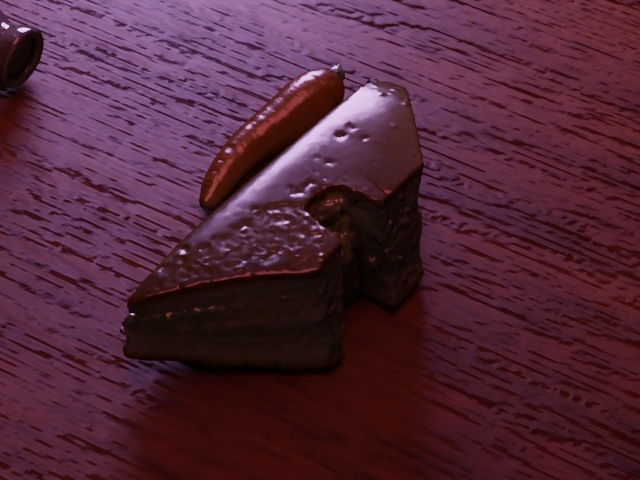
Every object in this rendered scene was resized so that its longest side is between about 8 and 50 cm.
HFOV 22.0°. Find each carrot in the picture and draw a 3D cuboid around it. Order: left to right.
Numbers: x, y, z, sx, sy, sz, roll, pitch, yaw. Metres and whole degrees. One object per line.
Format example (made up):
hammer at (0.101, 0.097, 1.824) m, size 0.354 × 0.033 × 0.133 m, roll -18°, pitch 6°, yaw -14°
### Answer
carrot at (-0.030, -0.066, 1.021) m, size 0.035 × 0.035 × 0.142 m, roll 35°, pitch 61°, yaw 23°

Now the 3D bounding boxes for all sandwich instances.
sandwich at (0.000, 0.000, 0.923) m, size 0.088 × 0.090 × 0.244 m, roll 32°, pitch 53°, yaw 24°

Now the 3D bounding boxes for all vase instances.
vase at (-0.228, -0.137, 1.047) m, size 0.101 × 0.053 × 0.053 m, roll 29°, pitch 51°, yaw 13°
